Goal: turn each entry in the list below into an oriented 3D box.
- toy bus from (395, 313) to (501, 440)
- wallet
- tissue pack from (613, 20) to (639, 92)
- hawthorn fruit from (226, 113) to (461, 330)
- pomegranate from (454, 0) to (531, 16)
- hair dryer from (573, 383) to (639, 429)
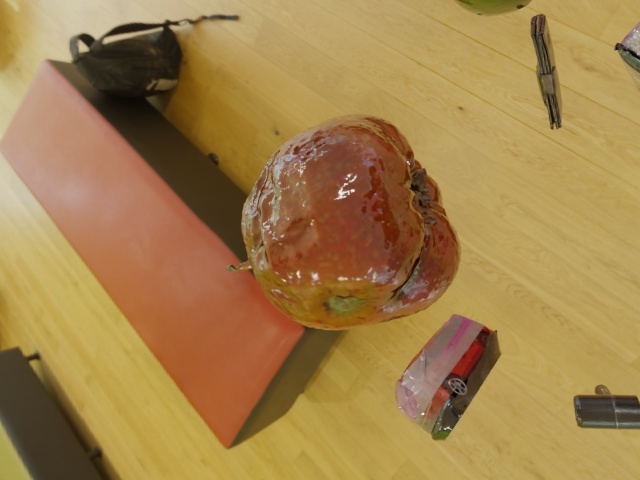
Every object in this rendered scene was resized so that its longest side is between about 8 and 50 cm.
[{"bbox_3d":[0.281,0.289,1.019,0.147,0.303,0.127,30,128,28],"label":"toy bus"},{"bbox_3d":[0.505,-0.373,1.038,0.042,0.124,0.230,-6,127,32],"label":"wallet"},{"bbox_3d":[0.662,-0.204,0.770,0.122,0.361,0.259,-46,38,22],"label":"tissue pack"},{"bbox_3d":[0.000,0.000,0.467,0.243,0.207,0.207,-24,83,24],"label":"hawthorn fruit"},{"bbox_3d":[0.252,-0.452,0.742,0.225,0.187,0.186,9,102,33],"label":"pomegranate"},{"bbox_3d":[0.645,0.367,1.067,0.125,0.219,0.071,-7,88,25],"label":"hair dryer"}]
